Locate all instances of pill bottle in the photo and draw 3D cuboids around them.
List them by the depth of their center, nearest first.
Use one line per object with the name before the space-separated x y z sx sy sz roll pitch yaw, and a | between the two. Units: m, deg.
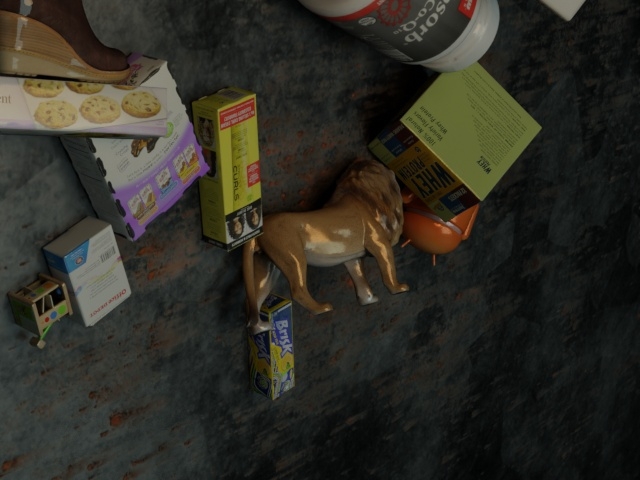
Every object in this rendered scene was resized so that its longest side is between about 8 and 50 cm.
pill bottle | 0.125 -0.398 1.978 0.363 0.210 0.210 18 91 -54

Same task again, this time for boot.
boot | -0.311 -0.301 1.559 0.248 0.090 0.207 -5 102 -62

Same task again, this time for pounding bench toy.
pounding bench toy | -0.369 0.096 1.694 0.065 0.052 0.083 -37 132 -38

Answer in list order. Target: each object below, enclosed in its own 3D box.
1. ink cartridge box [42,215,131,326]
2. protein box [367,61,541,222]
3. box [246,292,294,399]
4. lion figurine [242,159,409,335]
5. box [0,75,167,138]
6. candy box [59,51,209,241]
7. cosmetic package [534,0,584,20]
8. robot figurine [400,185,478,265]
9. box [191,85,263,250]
ink cartridge box | -0.319 0.043 1.735 0.088 0.052 0.122 -39 133 -35
protein box | 0.233 -0.180 2.204 0.200 0.136 0.201 44 62 -6
box | -0.083 0.175 2.104 0.059 0.054 0.169 -29 127 -43
lion figurine | 0.000 0.000 2.054 0.392 0.142 0.240 -12 82 -43
box | -0.337 -0.161 1.534 0.324 0.063 0.067 0 88 -38
candy box | -0.254 -0.128 1.725 0.165 0.070 0.196 -46 138 -29
cosmetic package | 0.218 -0.533 1.861 0.453 0.230 0.161 30 104 -31
robot figurine | 0.220 -0.070 2.327 0.219 0.128 0.158 -66 165 -8
box | -0.137 -0.107 1.898 0.087 0.058 0.232 -28 126 -42
